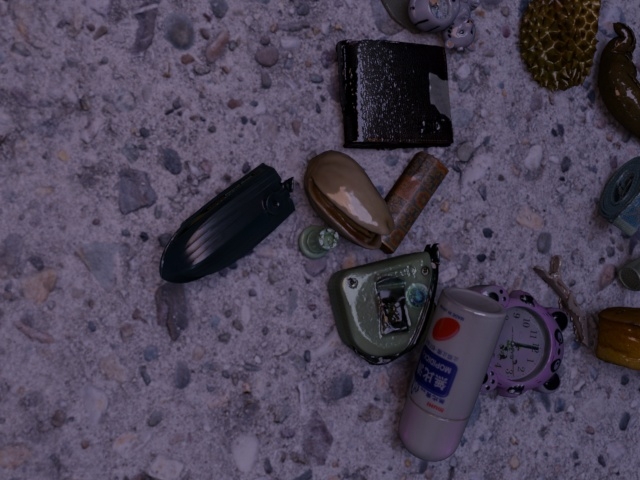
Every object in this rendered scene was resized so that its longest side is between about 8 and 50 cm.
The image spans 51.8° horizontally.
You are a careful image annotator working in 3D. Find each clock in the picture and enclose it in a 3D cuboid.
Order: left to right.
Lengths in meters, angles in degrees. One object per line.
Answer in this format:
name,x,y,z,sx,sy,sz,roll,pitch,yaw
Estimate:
clock,0.263,-0.468,1.403,0.176,0.080,0.117,2,85,-30
clock,0.407,0.218,1.401,0.248,0.090,0.227,12,82,-18

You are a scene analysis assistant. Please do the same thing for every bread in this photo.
bread,0.737,0.225,1.453,0.270,0.195,0.142,12,92,-14

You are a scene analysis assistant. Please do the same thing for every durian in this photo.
durian,0.538,-0.475,1.490,0.186,0.154,0.260,-10,81,6

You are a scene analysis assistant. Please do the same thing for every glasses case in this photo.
glasses case,0.177,-0.080,1.368,0.075,0.049,0.218,39,75,-12

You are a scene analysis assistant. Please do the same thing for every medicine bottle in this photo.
medicine bottle,0.246,0.269,1.277,0.130,0.130,0.341,10,107,-17

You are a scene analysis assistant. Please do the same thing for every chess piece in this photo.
chess piece,0.000,0.000,1.276,0.067,0.103,0.067,1,85,-17

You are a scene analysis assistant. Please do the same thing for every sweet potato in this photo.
sweet potato,0.714,-0.352,1.541,0.124,0.098,0.310,-25,97,-25

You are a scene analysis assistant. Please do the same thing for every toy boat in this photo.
toy boat,-0.178,-0.023,1.209,0.296,0.122,0.114,-40,118,-26

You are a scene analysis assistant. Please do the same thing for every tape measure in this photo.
tape measure,0.150,0.130,1.311,0.235,0.115,0.207,-13,88,-19

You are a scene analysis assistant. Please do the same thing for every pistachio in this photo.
pistachio,0.053,-0.081,1.276,0.152,0.126,0.223,-12,58,-52

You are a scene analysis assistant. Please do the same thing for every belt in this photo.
belt,0.712,-0.104,1.497,0.082,0.147,0.163,34,105,-11

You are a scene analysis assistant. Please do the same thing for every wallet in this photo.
wallet,0.160,-0.302,1.374,0.262,0.071,0.221,-4,86,-25

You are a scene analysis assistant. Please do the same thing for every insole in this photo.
insole,0.154,-0.524,1.415,0.063,0.010,0.192,-42,98,-17

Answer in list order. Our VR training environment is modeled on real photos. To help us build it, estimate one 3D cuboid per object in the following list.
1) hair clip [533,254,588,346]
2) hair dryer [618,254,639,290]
hair clip,0.560,0.135,1.484,0.072,0.034,0.226,-35,97,-18
hair dryer,0.790,-0.010,1.510,0.206,0.075,0.237,-18,122,-24
